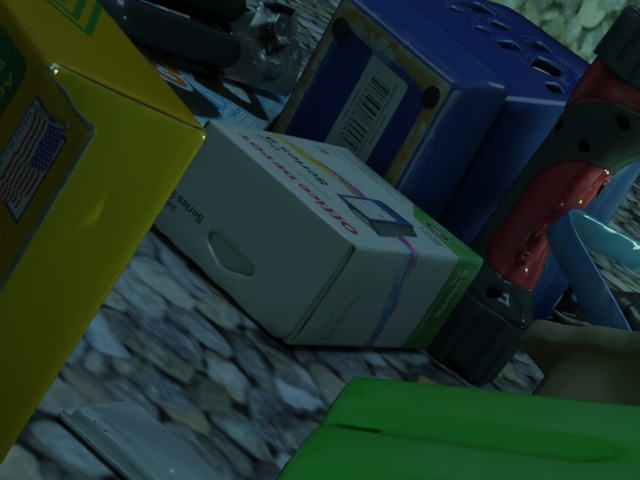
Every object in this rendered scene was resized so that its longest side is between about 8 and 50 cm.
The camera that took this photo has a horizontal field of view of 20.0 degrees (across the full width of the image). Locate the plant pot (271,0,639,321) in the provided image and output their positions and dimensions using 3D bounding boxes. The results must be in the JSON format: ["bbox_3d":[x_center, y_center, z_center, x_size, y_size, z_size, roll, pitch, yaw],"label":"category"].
[{"bbox_3d":[0.099,-0.077,1.524,0.212,0.236,0.236,13,24,-41],"label":"plant pot"}]

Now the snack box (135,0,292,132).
[{"bbox_3d":[-0.131,-0.129,1.527,0.187,0.060,0.322,33,14,-1],"label":"snack box"}]

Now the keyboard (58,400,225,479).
[{"bbox_3d":[-0.023,0.160,0.888,0.256,0.014,0.072,39,10,21],"label":"keyboard"}]

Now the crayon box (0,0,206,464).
[{"bbox_3d":[-0.170,-0.027,0.789,0.083,0.203,0.323,23,18,-37],"label":"crayon box"}]

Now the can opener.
[{"bbox_3d":[-0.112,-0.180,1.516,0.095,0.076,0.283,3,-5,35],"label":"can opener"}]

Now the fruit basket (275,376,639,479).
[{"bbox_3d":[0.133,0.189,0.547,0.392,0.283,0.392,17,12,-4],"label":"fruit basket"}]

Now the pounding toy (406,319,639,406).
[{"bbox_3d":[0.155,0.152,1.095,0.154,0.155,0.269,45,-18,-20],"label":"pounding toy"}]

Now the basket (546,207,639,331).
[{"bbox_3d":[0.292,0.118,1.302,0.254,0.201,0.289,18,35,-45],"label":"basket"}]

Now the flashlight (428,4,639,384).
[{"bbox_3d":[0.188,-0.027,1.379,0.103,0.304,0.103,36,14,9],"label":"flashlight"}]

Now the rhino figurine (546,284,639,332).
[{"bbox_3d":[0.276,0.085,1.687,0.243,0.073,0.106,13,28,-51],"label":"rhino figurine"}]

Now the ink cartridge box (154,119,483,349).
[{"bbox_3d":[0.000,0.000,1.314,0.154,0.093,0.212,41,17,26],"label":"ink cartridge box"}]
